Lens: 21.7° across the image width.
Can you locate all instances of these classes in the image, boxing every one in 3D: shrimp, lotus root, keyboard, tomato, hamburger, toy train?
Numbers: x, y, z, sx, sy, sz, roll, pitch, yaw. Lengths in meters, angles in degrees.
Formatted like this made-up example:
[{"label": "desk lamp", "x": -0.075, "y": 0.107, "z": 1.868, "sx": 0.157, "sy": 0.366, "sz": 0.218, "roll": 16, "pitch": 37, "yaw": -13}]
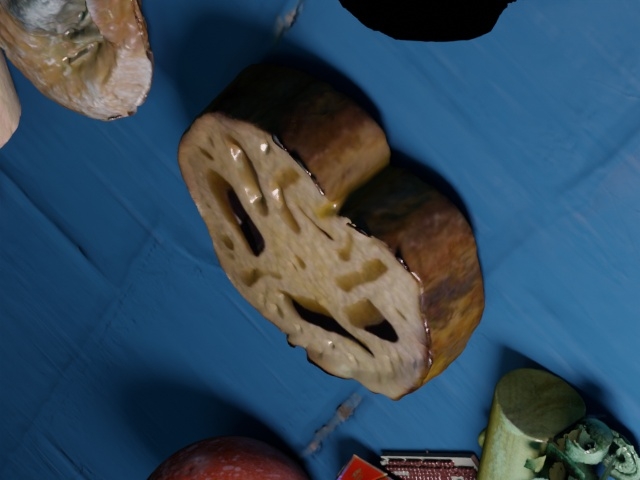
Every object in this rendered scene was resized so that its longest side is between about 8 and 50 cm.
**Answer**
[{"label": "shrimp", "x": -0.255, "y": -0.264, "z": 1.837, "sx": 0.221, "sy": 0.110, "sz": 0.446, "roll": 43, "pitch": 150, "yaw": 0}, {"label": "lotus root", "x": 0.000, "y": 0.000, "z": 1.797, "sx": 0.390, "sy": 0.111, "sz": 0.375, "roll": 51, "pitch": 149, "yaw": -8}, {"label": "keyboard", "x": 0.135, "y": 0.275, "z": 1.989, "sx": 0.166, "sy": 0.017, "sz": 0.055, "roll": -9, "pitch": 117, "yaw": 53}, {"label": "tomato", "x": -0.106, "y": 0.376, "z": 2.181, "sx": 0.270, "sy": 0.227, "sz": 0.270, "roll": 41, "pitch": 166, "yaw": 13}, {"label": "hamburger", "x": 0.074, "y": -0.270, "z": 1.443, "sx": 0.231, "sy": 0.107, "sz": 0.231, "roll": 25, "pitch": 143, "yaw": 21}, {"label": "toy train", "x": 0.229, "y": 0.274, "z": 1.780, "sx": 0.189, "sy": 0.126, "sz": 0.307, "roll": 33, "pitch": 144, "yaw": 24}]

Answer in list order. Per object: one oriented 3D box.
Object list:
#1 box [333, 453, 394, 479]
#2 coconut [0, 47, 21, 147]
[{"label": "box", "x": 0.101, "y": 0.347, "z": 2.056, "sx": 0.175, "sy": 0.048, "sz": 0.112, "roll": 32, "pitch": 156, "yaw": 22}, {"label": "coconut", "x": -0.499, "y": -0.178, "z": 2.088, "sx": 0.239, "sy": 0.239, "sz": 0.244, "roll": 24, "pitch": 140, "yaw": 33}]
